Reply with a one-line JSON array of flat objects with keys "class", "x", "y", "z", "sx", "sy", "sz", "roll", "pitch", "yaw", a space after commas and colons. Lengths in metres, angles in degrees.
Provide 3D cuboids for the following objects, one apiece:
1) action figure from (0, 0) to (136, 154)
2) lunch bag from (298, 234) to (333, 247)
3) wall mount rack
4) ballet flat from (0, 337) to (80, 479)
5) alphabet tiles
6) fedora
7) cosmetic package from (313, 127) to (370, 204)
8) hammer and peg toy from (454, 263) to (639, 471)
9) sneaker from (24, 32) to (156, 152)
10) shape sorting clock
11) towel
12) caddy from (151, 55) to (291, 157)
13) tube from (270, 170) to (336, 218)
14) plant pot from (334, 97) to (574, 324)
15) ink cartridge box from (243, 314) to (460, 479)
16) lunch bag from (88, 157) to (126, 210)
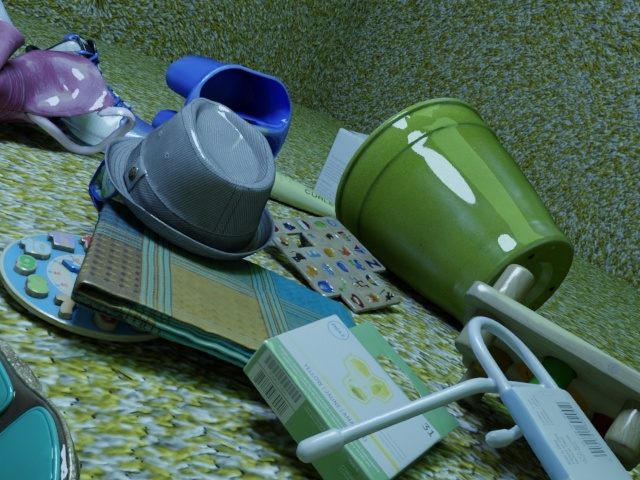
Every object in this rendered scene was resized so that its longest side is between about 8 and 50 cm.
[{"class": "action figure", "x": -0.525, "y": -0.229, "z": 1.093, "sx": 0.275, "sy": 0.248, "sz": 0.370, "roll": 52, "pitch": 16, "yaw": -1}, {"class": "lunch bag", "x": 0.000, "y": 0.000, "z": 1.279, "sx": 0.083, "sy": 0.053, "sz": 0.071, "roll": 38, "pitch": 20, "yaw": 11}, {"class": "wall mount rack", "x": 0.162, "y": 0.226, "z": 0.553, "sx": 0.304, "sy": 0.130, "sz": 0.350, "roll": 15, "pitch": 35, "yaw": -43}, {"class": "ballet flat", "x": -0.205, "y": 0.139, "z": 0.477, "sx": 0.206, "sy": 0.073, "sz": 0.067, "roll": 42, "pitch": -14, "yaw": 43}, {"class": "alphabet tiles", "x": 0.027, "y": 0.036, "z": 1.175, "sx": 0.198, "sy": 0.009, "sz": 0.237, "roll": -5, "pitch": 43, "yaw": -47}, {"class": "fedora", "x": -0.150, "y": -0.102, "z": 0.906, "sx": 0.244, "sy": 0.124, "sz": 0.275, "roll": 19, "pitch": 30, "yaw": -29}, {"class": "cosmetic package", "x": 0.108, "y": -0.166, "z": 1.742, "sx": 0.151, "sy": 0.183, "sz": 0.151, "roll": 36, "pitch": 19, "yaw": 34}, {"class": "hammer and peg toy", "x": 0.326, "y": 0.201, "z": 0.806, "sx": 0.361, "sy": 0.127, "sz": 0.266, "roll": 32, "pitch": -19, "yaw": 24}, {"class": "sneaker", "x": -0.454, "y": -0.293, "z": 1.317, "sx": 0.316, "sy": 0.182, "sz": 0.127, "roll": 24, "pitch": 17, "yaw": -1}, {"class": "shape sorting clock", "x": -0.251, "y": 0.046, "z": 0.766, "sx": 0.206, "sy": 0.040, "sz": 0.206, "roll": 22, "pitch": 15, "yaw": -7}, {"class": "towel", "x": -0.101, "y": 0.078, "z": 0.820, "sx": 0.370, "sy": 0.040, "sz": 0.271, "roll": 26, "pitch": 14, "yaw": -19}, {"class": "caddy", "x": -0.204, "y": -0.271, "z": 1.523, "sx": 0.179, "sy": 0.241, "sz": 0.341, "roll": 26, "pitch": 15, "yaw": 32}, {"class": "tube", "x": -0.033, "y": -0.096, "z": 1.543, "sx": 0.240, "sy": 0.062, "sz": 0.070, "roll": 24, "pitch": 55, "yaw": -22}, {"class": "plant pot", "x": 0.273, "y": -0.023, "z": 1.297, "sx": 0.366, "sy": 0.366, "sz": 0.353, "roll": 10, "pitch": 32, "yaw": -43}, {"class": "ink cartridge box", "x": 0.054, "y": 0.154, "z": 0.713, "sx": 0.171, "sy": 0.056, "sz": 0.235, "roll": 49, "pitch": 33, "yaw": 20}, {"class": "lunch bag", "x": -0.275, "y": -0.079, "z": 1.051, "sx": 0.129, "sy": 0.096, "sz": 0.151, "roll": 15, "pitch": -11, "yaw": -33}]
